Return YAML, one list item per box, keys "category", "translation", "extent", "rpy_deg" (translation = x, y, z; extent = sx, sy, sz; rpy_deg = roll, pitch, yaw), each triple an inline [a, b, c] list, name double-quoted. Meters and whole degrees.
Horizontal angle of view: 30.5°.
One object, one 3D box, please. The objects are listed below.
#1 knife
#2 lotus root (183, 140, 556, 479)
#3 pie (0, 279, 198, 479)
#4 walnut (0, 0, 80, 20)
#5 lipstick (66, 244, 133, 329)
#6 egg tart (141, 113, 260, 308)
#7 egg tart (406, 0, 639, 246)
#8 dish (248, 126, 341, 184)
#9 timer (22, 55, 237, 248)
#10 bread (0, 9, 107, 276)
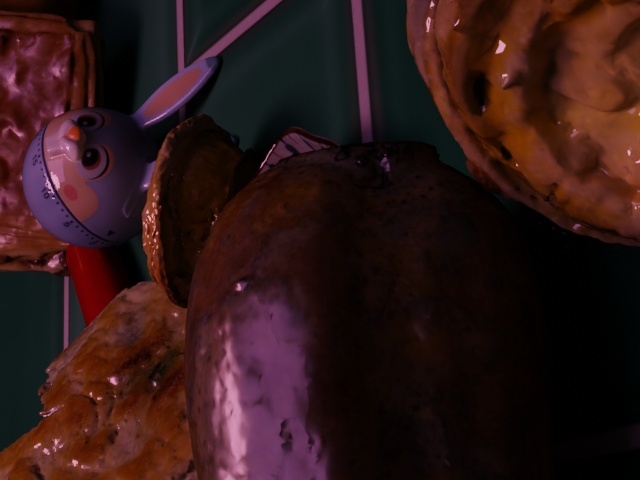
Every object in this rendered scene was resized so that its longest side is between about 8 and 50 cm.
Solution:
- category: "knife"
  translation: [0.106, 0.106, 0.851]
  extent: [0.044, 0.026, 0.297]
  rpy_deg: [44, 119, 38]
- category: "lotus root"
  translation: [0.034, 0.106, 0.743]
  extent: [0.250, 0.250, 0.346]
  rpy_deg: [-21, 70, 53]
- category: "pie"
  translation: [-0.187, 0.167, 1.114]
  extent: [0.337, 0.075, 0.338]
  rpy_deg: [-22, 38, 18]
- category: "walnut"
  translation: [-0.443, -0.297, 1.620]
  extent: [0.298, 0.203, 0.203]
  rpy_deg: [-43, 49, 47]
- category: "lipstick"
  translation: [-0.228, 0.096, 1.316]
  extent: [0.073, 0.073, 0.280]
  rpy_deg: [-62, 37, 27]
- category: "egg tart"
  translation: [-0.102, -0.025, 1.098]
  extent: [0.074, 0.191, 0.191]
  rpy_deg: [7, 88, 17]
- category: "egg tart"
  translation: [0.161, -0.096, 0.612]
  extent: [0.279, 0.279, 0.095]
  rpy_deg: [-37, 10, 47]
- category: "dish"
  translation: [0.000, 0.000, 0.999]
  extent: [0.190, 0.066, 0.191]
  rpy_deg: [-13, 74, 54]
- category: "timer"
  translation: [-0.225, -0.094, 1.275]
  extent: [0.255, 0.175, 0.175]
  rpy_deg: [-42, 50, 43]
- category: "bread"
  translation: [-0.396, -0.122, 1.486]
  extent: [0.167, 0.277, 0.325]
  rpy_deg: [-21, -64, -83]
